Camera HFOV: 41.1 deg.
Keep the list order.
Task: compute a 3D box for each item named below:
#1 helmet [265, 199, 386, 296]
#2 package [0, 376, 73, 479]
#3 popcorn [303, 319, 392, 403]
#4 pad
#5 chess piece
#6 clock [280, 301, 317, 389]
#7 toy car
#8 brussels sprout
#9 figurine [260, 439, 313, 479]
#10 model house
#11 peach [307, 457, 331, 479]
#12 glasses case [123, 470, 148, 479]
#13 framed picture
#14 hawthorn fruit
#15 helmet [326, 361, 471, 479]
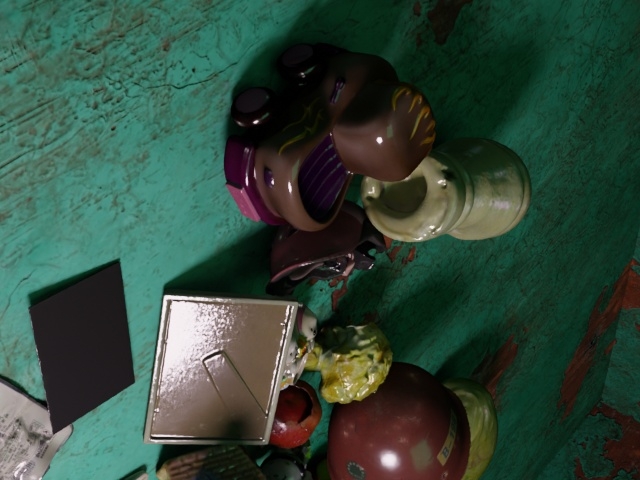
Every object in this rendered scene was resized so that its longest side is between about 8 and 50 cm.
[{"bbox_3d":[0.000,0.000,1.575,0.253,0.154,0.198,1,154,-43],"label":"helmet"},{"bbox_3d":[-0.482,0.301,1.277,0.166,0.040,0.232,-57,141,-16],"label":"package"},{"bbox_3d":[0.048,0.253,1.823,0.198,0.212,0.198,-165,-90,-82],"label":"popcorn"},{"bbox_3d":[-0.363,0.167,1.327,0.170,0.006,0.246,-31,133,-41],"label":"pad"},{"bbox_3d":[0.253,-0.098,1.679,0.442,0.234,0.234,-9,123,-63],"label":"chess piece"},{"bbox_3d":[-0.073,0.202,1.656,0.231,0.103,0.144,-53,164,-58],"label":"clock"},{"bbox_3d":[0.024,-0.155,1.401,0.341,0.240,0.271,-50,144,-19],"label":"toy car"},{"bbox_3d":[0.370,0.542,2.408,0.328,0.247,0.328,-12,107,-44],"label":"brussels sprout"},{"bbox_3d":[-0.079,0.499,1.864,0.192,0.147,0.126,-60,138,-73],"label":"figurine"},{"bbox_3d":[-0.162,0.530,1.594,0.261,0.321,0.266,-9,116,-25],"label":"model house"},{"bbox_3d":[0.052,0.652,2.094,0.245,0.249,0.274,-38,175,33],"label":"peach"},{"bbox_3d":[-0.354,0.454,1.574,0.083,0.021,0.032,-26,133,-41],"label":"glasses case"},{"bbox_3d":[-0.181,0.234,1.519,0.240,0.020,0.324,3,117,-16],"label":"framed picture"},{"bbox_3d":[-0.081,0.349,1.756,0.172,0.148,0.148,30,91,-41],"label":"hawthorn fruit"},{"bbox_3d":[0.164,0.402,1.942,0.385,0.337,0.230,-60,146,-36],"label":"helmet"}]
